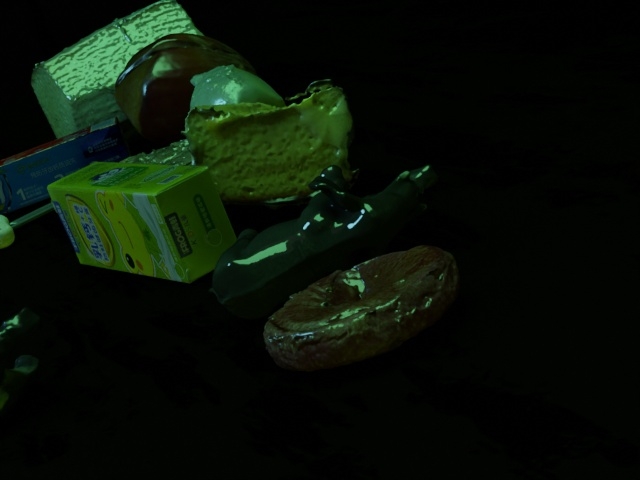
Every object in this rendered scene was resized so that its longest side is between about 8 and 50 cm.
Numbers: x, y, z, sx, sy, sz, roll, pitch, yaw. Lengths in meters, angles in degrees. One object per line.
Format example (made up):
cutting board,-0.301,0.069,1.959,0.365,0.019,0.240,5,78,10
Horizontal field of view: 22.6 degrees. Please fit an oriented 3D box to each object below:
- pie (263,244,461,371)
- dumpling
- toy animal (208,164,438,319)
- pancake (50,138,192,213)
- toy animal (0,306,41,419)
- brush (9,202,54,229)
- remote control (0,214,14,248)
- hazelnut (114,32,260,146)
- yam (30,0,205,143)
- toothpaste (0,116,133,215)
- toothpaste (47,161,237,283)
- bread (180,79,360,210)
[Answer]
pie,0.037,0.060,1.368,0.182,0.049,0.182,-23,12,5
dumpling,-0.096,-0.179,2.142,0.153,0.108,0.219,-4,36,-25
toy animal,0.005,0.003,1.525,0.245,0.114,0.146,-40,5,11
pancake,-0.235,-0.090,2.220,0.283,0.049,0.282,-18,15,5
toy animal,-0.358,0.133,1.552,0.225,0.093,0.121,-3,32,44
brush,-0.406,-0.047,2.329,0.266,0.027,0.062,-31,23,-34
remote control,-0.489,-0.002,2.228,0.122,0.032,0.074,-12,27,-16
hazelnut,-0.196,-0.229,2.391,0.181,0.181,0.212,-37,36,12
yam,-0.311,-0.243,2.583,0.271,0.202,0.201,-25,-25,-15
toothpaste,-0.448,-0.097,2.460,0.321,0.076,0.066,-20,15,0
toothpaste,-0.207,-0.025,1.848,0.077,0.110,0.327,-31,18,-26
bread,-0.046,-0.104,1.808,0.160,0.140,0.169,-4,3,37
